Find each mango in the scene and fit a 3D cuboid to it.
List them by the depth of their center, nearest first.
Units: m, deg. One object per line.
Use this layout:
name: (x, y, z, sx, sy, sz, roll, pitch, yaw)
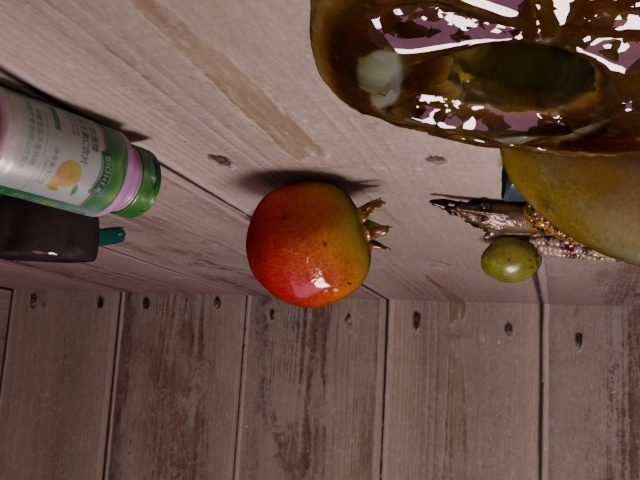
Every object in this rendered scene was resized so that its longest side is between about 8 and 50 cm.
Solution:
mango: (0.393, -0.066, 0.948, 0.384, 0.199, 0.221, 15, 178, 9)

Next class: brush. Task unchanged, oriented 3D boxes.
brush: (-0.534, -0.008, 2.007, 0.193, 0.043, 0.032, -6, -175, 35)

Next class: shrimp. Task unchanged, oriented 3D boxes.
shrimp: (0.314, -0.034, 1.495, 0.262, 0.066, 0.117, 7, 169, -10)

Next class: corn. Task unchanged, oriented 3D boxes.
corn: (0.538, 0.003, 1.547, 0.280, 0.092, 0.092, 0, 169, 23)

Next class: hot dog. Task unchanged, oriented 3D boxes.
hot dog: (0.403, -0.030, 1.394, 0.072, 0.055, 0.188, -7, 164, 40)

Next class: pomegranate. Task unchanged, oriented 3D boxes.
pomegranate: (0.000, 0.000, 1.395, 0.256, 0.221, 0.221, -22, 166, 7)

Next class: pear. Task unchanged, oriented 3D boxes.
pear: (0.414, 0.041, 1.781, 0.131, 0.107, 0.107, -13, 163, 29)

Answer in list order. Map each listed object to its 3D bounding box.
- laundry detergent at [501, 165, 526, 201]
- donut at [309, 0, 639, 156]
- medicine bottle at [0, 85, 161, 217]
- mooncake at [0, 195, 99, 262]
laundry detergent: (0.370, -0.088, 1.188, 0.206, 0.061, 0.096, 1, 161, 8)
donut: (0.148, -0.170, 0.592, 0.330, 0.160, 0.330, 6, 159, 2)
medicine bottle: (-0.348, -0.108, 1.113, 0.133, 0.133, 0.274, -3, 168, 33)
mooncake: (-0.575, -0.015, 1.703, 0.245, 0.133, 0.245, 3, 170, 1)
